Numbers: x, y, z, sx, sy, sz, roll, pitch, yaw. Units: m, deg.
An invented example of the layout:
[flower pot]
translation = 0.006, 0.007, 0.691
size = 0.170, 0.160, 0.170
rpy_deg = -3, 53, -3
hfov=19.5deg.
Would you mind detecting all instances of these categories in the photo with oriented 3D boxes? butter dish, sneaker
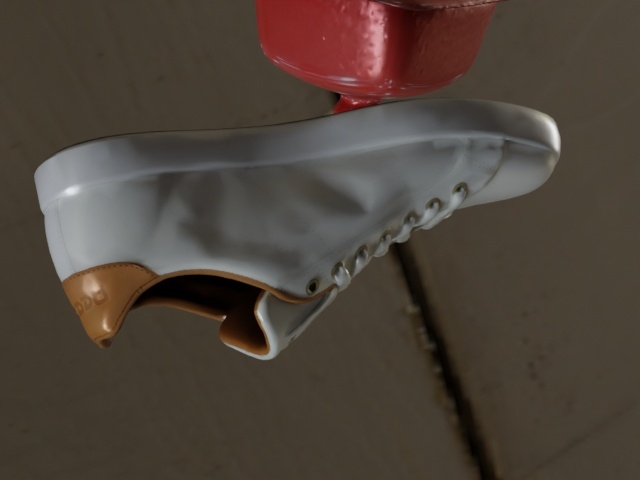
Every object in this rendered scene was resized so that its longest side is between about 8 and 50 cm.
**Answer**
[butter dish]
translation = 0.032, -0.129, 1.180
size = 0.160, 0.160, 0.118
rpy_deg = -18, -57, -52
[sneaker]
translation = 0.000, 0.000, 0.989
size = 0.290, 0.106, 0.123
rpy_deg = -9, -105, -18
